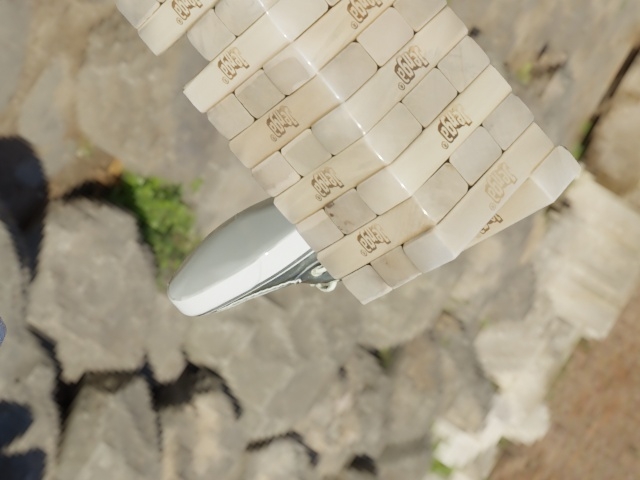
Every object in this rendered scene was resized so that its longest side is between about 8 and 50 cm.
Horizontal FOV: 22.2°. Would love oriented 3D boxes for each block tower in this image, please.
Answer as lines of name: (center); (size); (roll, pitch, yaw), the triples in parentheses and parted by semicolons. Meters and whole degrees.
block tower: (-0.030, -0.122, 0.744); (0.097, 0.335, 0.091); (-46, -171, -34)

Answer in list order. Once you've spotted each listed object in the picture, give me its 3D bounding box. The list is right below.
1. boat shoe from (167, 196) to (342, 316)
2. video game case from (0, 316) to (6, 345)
boat shoe: (0.000, 0.000, 1.120); (0.219, 0.070, 0.078); (-31, -151, 5)
video game case: (-0.191, 0.047, 0.560); (0.193, 0.023, 0.212); (67, 30, -41)
